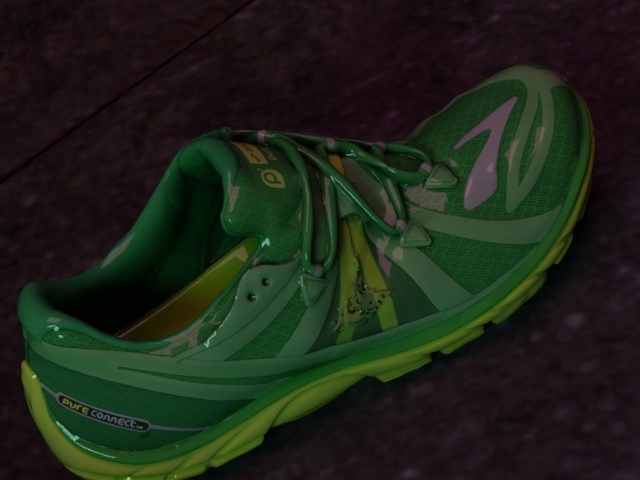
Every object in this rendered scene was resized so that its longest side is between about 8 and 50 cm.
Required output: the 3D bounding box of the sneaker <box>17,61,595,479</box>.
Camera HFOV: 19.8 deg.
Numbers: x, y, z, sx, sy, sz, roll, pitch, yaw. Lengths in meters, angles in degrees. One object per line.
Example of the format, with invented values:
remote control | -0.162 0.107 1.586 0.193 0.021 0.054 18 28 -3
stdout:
sneaker | 0.000 0.000 0.815 0.295 0.123 0.109 -32 40 -14
